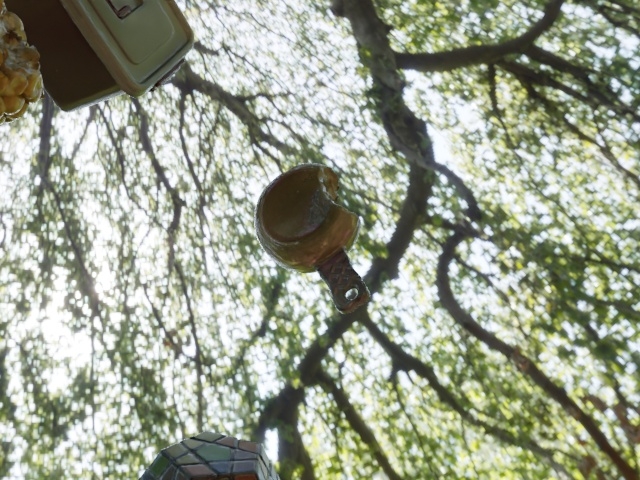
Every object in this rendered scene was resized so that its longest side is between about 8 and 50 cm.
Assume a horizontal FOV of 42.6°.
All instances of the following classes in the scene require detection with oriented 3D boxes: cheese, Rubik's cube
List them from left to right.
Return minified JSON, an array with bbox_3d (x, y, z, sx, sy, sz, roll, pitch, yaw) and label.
[{"bbox_3d":[-0.071,0.180,0.532,0.111,0.093,0.111,-37,-25,-21],"label":"Rubik's cube"},{"bbox_3d":[0.000,0.000,1.240,0.163,0.286,0.082,-38,-42,3],"label":"cheese"}]

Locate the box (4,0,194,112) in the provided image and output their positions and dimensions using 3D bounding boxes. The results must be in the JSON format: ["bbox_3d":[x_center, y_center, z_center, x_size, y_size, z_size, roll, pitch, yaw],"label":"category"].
[{"bbox_3d":[-0.338,-0.329,1.143,0.168,0.193,0.294,-16,-61,32],"label":"box"}]

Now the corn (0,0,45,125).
[{"bbox_3d":[-0.285,-0.077,0.421,0.293,0.106,0.106,-10,-58,12],"label":"corn"}]
